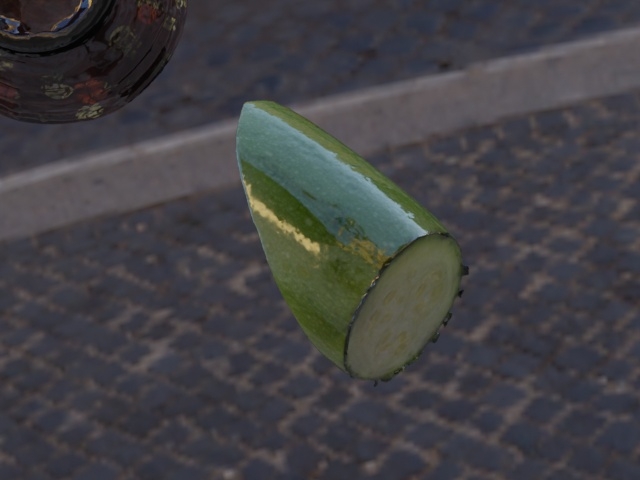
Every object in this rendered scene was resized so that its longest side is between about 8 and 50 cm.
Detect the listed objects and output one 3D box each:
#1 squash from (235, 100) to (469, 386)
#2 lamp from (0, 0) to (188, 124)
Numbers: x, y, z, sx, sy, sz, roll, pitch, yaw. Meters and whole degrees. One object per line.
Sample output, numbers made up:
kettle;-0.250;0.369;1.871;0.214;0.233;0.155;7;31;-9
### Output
squash;0.000;0.000;1.798;0.260;0.189;0.189;35;55;30
lamp;-0.234;-0.217;1.562;0.247;0.247;0.247;-9;34;6
